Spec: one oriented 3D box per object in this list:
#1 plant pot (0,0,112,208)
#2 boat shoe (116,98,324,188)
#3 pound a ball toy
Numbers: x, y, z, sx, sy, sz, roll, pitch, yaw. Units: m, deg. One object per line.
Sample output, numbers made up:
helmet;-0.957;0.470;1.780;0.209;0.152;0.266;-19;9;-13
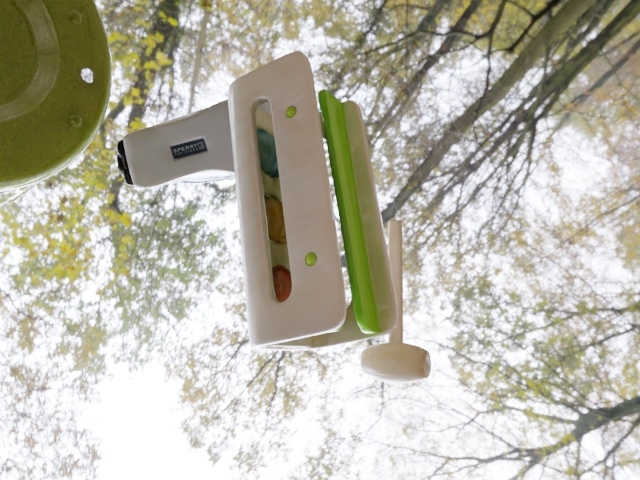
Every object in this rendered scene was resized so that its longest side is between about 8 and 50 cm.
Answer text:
plant pot;-0.395;-0.157;0.463;0.366;0.353;0.366;0;-90;-55
boat shoe;-0.146;-0.164;0.808;0.341;0.127;0.158;-4;-165;15
pound a ball toy;0.000;0.000;0.536;0.208;0.136;0.319;20;-122;-58
